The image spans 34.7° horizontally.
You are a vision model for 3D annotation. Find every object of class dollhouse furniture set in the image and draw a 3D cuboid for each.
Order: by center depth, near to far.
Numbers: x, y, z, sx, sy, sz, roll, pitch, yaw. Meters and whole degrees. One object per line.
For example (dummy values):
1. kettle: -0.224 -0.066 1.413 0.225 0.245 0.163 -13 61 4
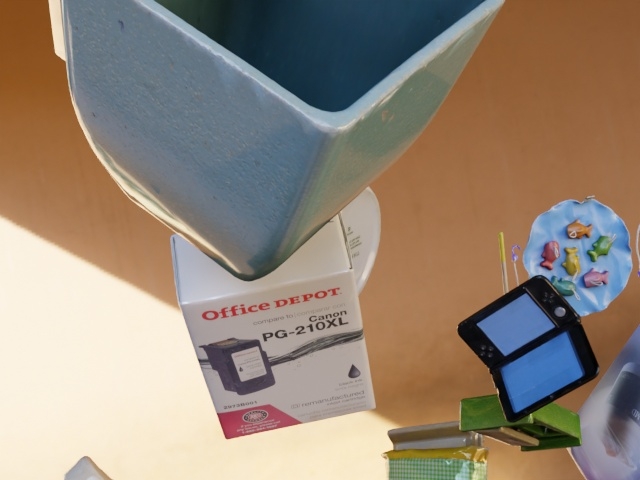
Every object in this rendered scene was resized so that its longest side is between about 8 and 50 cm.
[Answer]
1. dollhouse furniture set: 0.173 0.320 1.311 0.301 0.198 0.151 -16 -27 36

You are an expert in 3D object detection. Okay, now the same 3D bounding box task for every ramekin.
1. ramekin: 0.000 0.000 1.736 0.127 0.273 0.273 14 11 27

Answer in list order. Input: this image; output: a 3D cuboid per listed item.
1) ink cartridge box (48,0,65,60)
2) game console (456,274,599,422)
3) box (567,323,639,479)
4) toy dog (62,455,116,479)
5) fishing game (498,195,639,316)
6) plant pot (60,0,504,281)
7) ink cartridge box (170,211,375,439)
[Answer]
1. ink cartridge box: -0.159 -0.311 1.100 0.289 0.121 0.211 -56 1 -17
2. game console: 0.221 0.117 1.108 0.122 0.107 0.071 -36 15 26
3. box: 0.533 0.286 1.450 0.182 0.294 0.296 17 25 -22
4. toy dog: -0.201 0.399 1.109 0.220 0.334 0.161 -26 -17 -1
5. fishing game: 0.398 0.027 1.562 0.264 0.189 0.041 -4 8 -13
6. plant pot: -0.047 -0.118 0.827 0.247 0.247 0.252 -43 -18 -40
7. ink cartridge box: -0.044 0.088 1.061 0.171 0.100 0.237 -12 -44 -1
